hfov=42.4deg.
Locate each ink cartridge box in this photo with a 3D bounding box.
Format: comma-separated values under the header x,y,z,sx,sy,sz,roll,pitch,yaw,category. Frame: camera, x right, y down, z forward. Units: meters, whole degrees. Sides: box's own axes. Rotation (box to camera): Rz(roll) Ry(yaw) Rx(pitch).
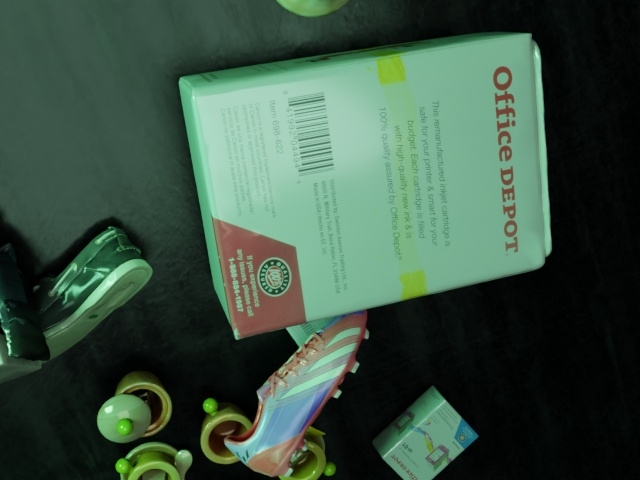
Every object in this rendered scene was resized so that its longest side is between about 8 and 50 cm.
x,y,z,sx,sy,sz,roll,pitch,yaw,category
0.148,0.284,1.175,0.122,0.052,0.088,-42,112,1,ink cartridge box
0.053,-0.077,0.962,0.384,0.160,0.279,-11,108,-12,ink cartridge box

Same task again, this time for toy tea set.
x,y,z,sx,sy,sz,roll,pitch,yaw,category
-0.142,0.302,1.062,0.336,0.124,0.200,27,97,-20,toy tea set

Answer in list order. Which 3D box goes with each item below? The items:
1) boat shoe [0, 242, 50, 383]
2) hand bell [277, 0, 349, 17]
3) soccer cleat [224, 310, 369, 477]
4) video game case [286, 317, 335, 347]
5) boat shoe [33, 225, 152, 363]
x,y,z,sx,sy,sz,roll,pitch,yaw,category
-0.477,0.112,0.938,0.340,0.127,0.158,-18,75,5,boat shoe
0.022,-0.299,0.875,0.126,0.242,0.126,-4,107,-14,hand bell
-0.025,0.179,1.045,0.095,0.083,0.248,31,83,-5,soccer cleat
0.000,0.000,1.070,0.206,0.026,0.227,-35,110,-3,video game case
-0.310,0.079,0.993,0.233,0.084,0.079,-40,75,6,boat shoe
